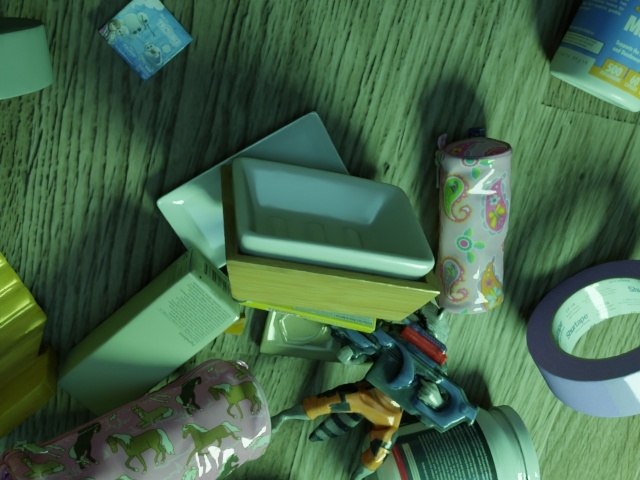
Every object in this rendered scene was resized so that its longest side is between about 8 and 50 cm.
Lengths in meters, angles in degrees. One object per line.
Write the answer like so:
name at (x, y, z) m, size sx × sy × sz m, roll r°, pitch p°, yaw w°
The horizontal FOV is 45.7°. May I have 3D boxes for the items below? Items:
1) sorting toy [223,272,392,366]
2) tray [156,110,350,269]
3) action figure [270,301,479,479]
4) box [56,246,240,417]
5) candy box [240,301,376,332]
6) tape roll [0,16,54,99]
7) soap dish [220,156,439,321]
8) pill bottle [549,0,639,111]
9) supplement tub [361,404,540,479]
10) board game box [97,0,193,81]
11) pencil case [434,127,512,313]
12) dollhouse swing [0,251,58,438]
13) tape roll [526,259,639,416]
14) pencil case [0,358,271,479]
sorting toy at (-0.023, 0.091, 1.233) m, size 0.307 × 0.041 × 0.229 m, roll 10°, pitch 112°, yaw -16°
tray at (-0.095, -0.073, 1.146) m, size 0.270 × 0.030 × 0.145 m, roll -30°, pitch 116°, yaw -1°
action figure at (0.066, 0.208, 1.229) m, size 0.330 × 0.178 × 0.341 m, roll -45°, pitch 85°, yaw 4°
box at (-0.255, 0.143, 1.142) m, size 0.275 × 0.094 × 0.113 m, roll -38°, pitch 113°, yaw 11°
candy box at (-0.012, 0.067, 1.142) m, size 0.205 × 0.027 × 0.105 m, roll 14°, pitch 68°, yaw -7°
tape roll at (-0.432, -0.214, 0.894) m, size 0.219 × 0.219 × 0.072 m, roll -7°, pitch 114°, yaw -12°
soap dish at (0.000, 0.000, 1.062) m, size 0.290 × 0.229 × 0.118 m, roll 10°, pitch 123°, yaw -16°
pill bottle at (0.464, -0.340, 1.108) m, size 0.152 × 0.152 × 0.272 m, roll 19°, pitch 107°, yaw -21°
supplement tub at (0.223, 0.402, 1.339) m, size 0.272 × 0.191 × 0.191 m, roll -11°, pitch 115°, yaw -9°
board game box at (-0.236, -0.278, 1.028) m, size 0.090 × 0.020 × 0.090 m, roll -41°, pitch 116°, yaw 3°
pencil case at (0.238, -0.027, 1.206) m, size 0.124 × 0.124 × 0.284 m, roll -8°, pitch 113°, yaw -11°
dollhouse swing at (-0.482, 0.135, 0.921) m, size 0.315 × 0.305 × 0.347 m, roll -39°, pitch 117°, yaw -26°
tape roll at (0.487, 0.156, 1.255) m, size 0.274 × 0.275 × 0.090 m, roll -33°, pitch 116°, yaw 1°
pencil case at (-0.252, 0.304, 1.070) m, size 0.386 × 0.160 × 0.167 m, roll -20°, pitch 134°, yaw -36°
